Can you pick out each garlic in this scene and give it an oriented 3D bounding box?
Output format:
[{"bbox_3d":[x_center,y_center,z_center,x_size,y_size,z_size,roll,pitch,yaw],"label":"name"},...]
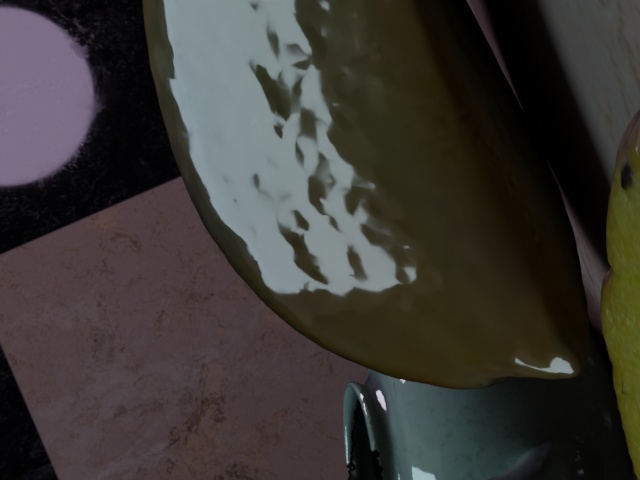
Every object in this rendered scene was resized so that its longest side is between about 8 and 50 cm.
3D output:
[{"bbox_3d":[0.021,-0.107,0.634,0.196,0.151,0.338,14,124,54],"label":"garlic"}]

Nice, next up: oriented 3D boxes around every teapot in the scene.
[{"bbox_3d":[0.078,0.117,0.802,0.294,0.129,0.193,172,92,-81],"label":"teapot"}]

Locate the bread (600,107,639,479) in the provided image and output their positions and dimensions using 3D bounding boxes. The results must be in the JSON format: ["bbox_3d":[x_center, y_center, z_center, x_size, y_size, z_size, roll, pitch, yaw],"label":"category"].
[{"bbox_3d":[0.120,0.049,0.314,0.149,0.065,0.187,42,154,60],"label":"bread"}]
